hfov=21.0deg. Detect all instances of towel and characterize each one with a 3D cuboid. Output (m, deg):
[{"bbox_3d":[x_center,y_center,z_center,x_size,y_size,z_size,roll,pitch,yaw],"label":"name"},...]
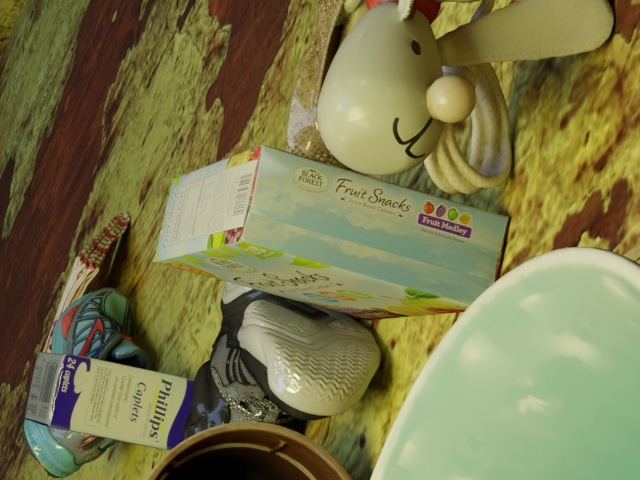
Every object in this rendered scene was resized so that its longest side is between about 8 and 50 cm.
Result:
[{"bbox_3d":[-0.271,0.058,2.030,0.197,0.029,0.144,-64,-4,-71],"label":"towel"}]

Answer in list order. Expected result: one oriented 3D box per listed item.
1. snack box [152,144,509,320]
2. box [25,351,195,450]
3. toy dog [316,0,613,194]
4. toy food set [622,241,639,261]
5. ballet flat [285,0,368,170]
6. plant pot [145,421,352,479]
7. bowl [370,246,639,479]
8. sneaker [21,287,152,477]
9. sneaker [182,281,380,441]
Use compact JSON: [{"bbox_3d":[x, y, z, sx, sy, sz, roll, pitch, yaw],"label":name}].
[{"bbox_3d":[0.000,0.000,1.151,0.207,0.174,0.070,166,118,-68],"label":"snack box"},{"bbox_3d":[-0.203,0.155,1.665,0.126,0.137,0.072,173,109,-70],"label":"box"},{"bbox_3d":[0.114,-0.194,1.010,0.161,0.220,0.334,-3,79,37],"label":"toy dog"},{"bbox_3d":[0.167,0.066,0.874,0.078,0.019,0.122,133,139,-54],"label":"toy food set"},{"bbox_3d":[0.022,-0.134,1.360,0.067,0.073,0.206,1,80,56],"label":"ballet flat"},{"bbox_3d":[-0.064,0.221,1.218,0.165,0.167,0.167,136,145,-71],"label":"plant pot"},{"bbox_3d":[0.134,0.171,0.665,0.311,0.163,0.312,-166,90,-72],"label":"bowl"},{"bbox_3d":[-0.222,0.141,1.840,0.125,0.104,0.262,-25,33,24],"label":"sneaker"},{"bbox_3d":[-0.033,0.116,1.284,0.268,0.101,0.153,-122,49,-73],"label":"sneaker"}]
